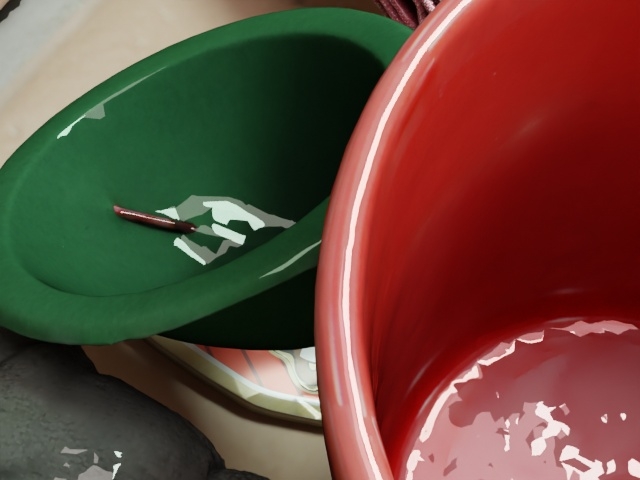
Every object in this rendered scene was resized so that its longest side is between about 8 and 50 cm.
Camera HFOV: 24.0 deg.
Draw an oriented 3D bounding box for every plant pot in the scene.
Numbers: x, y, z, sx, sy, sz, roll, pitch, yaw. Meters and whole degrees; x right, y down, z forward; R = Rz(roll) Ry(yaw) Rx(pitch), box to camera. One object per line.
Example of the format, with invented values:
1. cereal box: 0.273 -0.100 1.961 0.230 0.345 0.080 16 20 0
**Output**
1. plant pot: 0.123 0.067 0.472 0.275 0.243 0.275 2 65 -4

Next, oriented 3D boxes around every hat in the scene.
1. hat: -0.004 0.028 0.579 0.208 0.183 0.173 -30 37 -8

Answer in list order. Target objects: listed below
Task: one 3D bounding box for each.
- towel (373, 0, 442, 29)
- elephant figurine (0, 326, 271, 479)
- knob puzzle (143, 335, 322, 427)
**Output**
1. towel: 0.097 -0.226 0.784 0.329 0.037 0.237 -29 77 -41
2. elephant figurine: -0.152 0.142 0.506 0.169 0.186 0.239 45 56 1
3. knob puzzle: 0.000 0.000 0.692 0.213 0.030 0.213 7 63 -14
